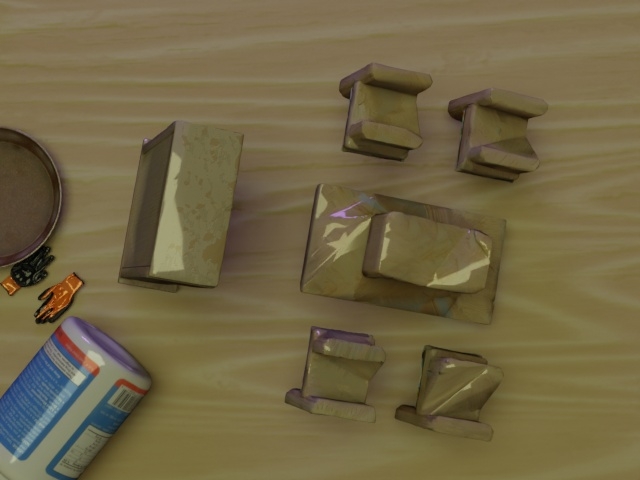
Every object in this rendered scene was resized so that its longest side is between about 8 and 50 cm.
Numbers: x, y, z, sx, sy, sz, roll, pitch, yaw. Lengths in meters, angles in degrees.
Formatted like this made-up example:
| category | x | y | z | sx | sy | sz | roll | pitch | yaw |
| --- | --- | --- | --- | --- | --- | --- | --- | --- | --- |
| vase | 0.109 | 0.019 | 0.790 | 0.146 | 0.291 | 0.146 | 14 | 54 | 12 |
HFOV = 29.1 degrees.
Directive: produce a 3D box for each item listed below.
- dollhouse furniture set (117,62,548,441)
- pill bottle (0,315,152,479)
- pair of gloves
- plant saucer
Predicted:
| category | x | y | z | sx | sy | sz | roll | pitch | yaw |
| --- | --- | --- | --- | --- | --- | --- | --- | --- | --- |
| dollhouse furniture set | 0.000 | 0.000 | 1.350 | 0.394 | 0.256 | 0.362 | 11 | 86 | -16 |
| pill bottle | -0.300 | 0.204 | 1.365 | 0.124 | 0.124 | 0.221 | 40 | 88 | 7 |
| pair of gloves | -0.324 | 0.052 | 1.438 | 0.083 | 0.010 | 0.074 | 44 | 91 | 10 |
| plant saucer | -0.382 | -0.049 | 1.443 | 0.168 | 0.029 | 0.169 | 0 | 85 | 5 |
